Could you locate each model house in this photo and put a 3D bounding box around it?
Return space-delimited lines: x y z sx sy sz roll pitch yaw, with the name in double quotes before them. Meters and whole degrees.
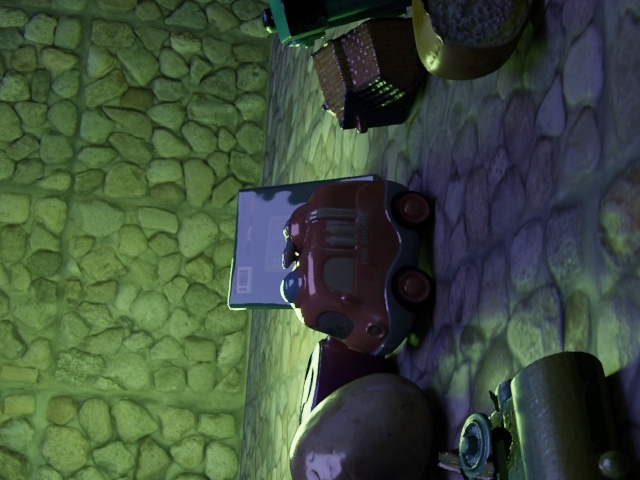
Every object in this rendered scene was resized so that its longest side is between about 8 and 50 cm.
"model house" 0.103 -0.281 1.950 0.183 0.166 0.172 -29 70 59

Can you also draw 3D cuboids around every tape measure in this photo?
"tape measure" 0.045 0.268 1.931 0.231 0.149 0.245 108 172 -58

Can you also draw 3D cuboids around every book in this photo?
"book" -0.039 0.009 2.217 0.379 0.031 0.264 -2 80 41

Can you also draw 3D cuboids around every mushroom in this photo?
"mushroom" 0.069 0.307 1.646 0.255 0.184 0.255 -49 9 11

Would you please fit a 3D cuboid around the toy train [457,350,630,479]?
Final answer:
"toy train" 0.216 0.252 1.051 0.189 0.126 0.307 110 163 -50

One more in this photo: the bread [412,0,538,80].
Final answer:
"bread" 0.197 -0.304 1.462 0.156 0.158 0.261 94 176 -59

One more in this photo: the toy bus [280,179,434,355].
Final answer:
"toy bus" 0.053 0.036 1.787 0.194 0.232 0.288 127 149 -65

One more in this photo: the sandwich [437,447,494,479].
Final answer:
"sandwich" 0.194 0.281 1.399 0.083 0.044 0.031 10 101 37

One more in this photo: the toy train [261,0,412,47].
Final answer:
"toy train" 0.048 -0.420 1.908 0.194 0.298 0.120 -160 52 -79
